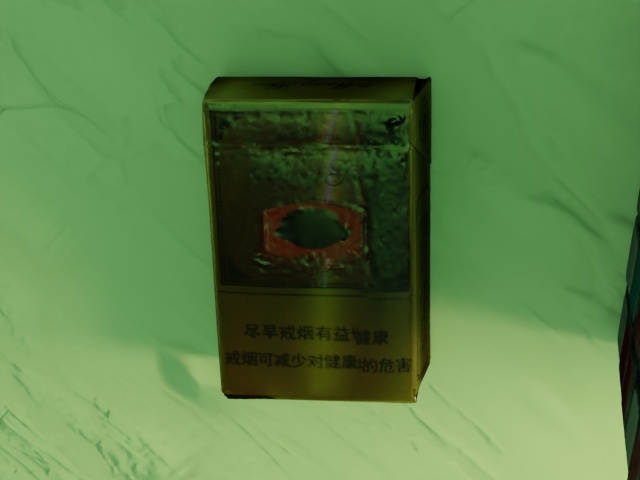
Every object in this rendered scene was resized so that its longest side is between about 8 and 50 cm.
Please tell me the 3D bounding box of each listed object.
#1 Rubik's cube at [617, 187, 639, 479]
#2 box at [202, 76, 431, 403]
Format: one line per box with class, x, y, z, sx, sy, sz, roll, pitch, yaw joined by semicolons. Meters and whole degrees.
Rubik's cube;0.354;0.020;0.972;0.293;0.287;0.292;6;113;6
box;0.000;0.000;1.130;0.159;0.071;0.240;2;113;9
